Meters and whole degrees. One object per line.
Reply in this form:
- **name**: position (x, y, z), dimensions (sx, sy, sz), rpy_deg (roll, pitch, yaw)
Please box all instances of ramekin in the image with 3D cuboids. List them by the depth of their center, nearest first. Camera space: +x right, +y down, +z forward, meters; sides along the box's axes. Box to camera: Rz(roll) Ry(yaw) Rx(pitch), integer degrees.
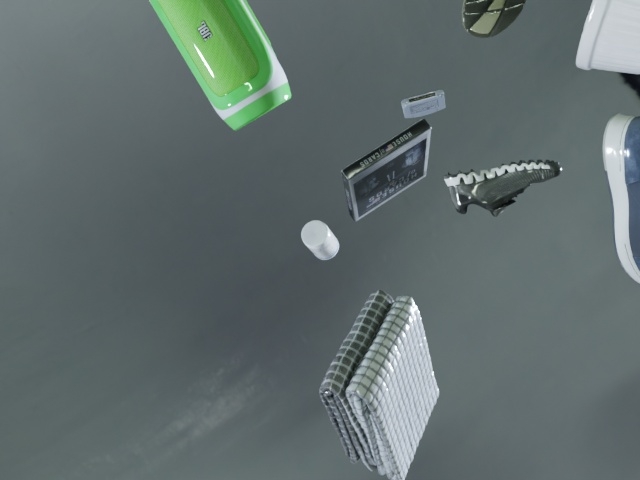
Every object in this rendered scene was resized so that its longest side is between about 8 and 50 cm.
- **ramekin**: position (0.552, -0.415, 1.305), dimensions (0.273, 0.127, 0.273), rpy_deg (-54, 156, -36)

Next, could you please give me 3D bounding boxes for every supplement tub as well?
- **supplement tub**: position (0.000, 0.000, 1.844), dimensions (0.071, 0.071, 0.107), rpy_deg (-39, 154, 1)

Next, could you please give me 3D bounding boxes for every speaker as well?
- **speaker**: position (-0.165, -0.325, 1.169), dimensions (0.131, 0.131, 0.297), rpy_deg (-32, 100, -8)

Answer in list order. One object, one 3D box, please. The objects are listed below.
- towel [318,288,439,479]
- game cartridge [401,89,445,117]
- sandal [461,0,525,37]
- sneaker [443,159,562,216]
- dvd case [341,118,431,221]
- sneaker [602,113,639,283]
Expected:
- **towel**: position (0.112, 0.266, 1.375), dimensions (0.235, 0.121, 0.284), rpy_deg (-58, 142, -38)
- **game cartridge**: position (0.202, -0.265, 1.475), dimensions (0.083, 0.017, 0.056), rpy_deg (-13, 151, 7)
- **sandal**: position (0.368, -0.557, 1.527), dimensions (0.120, 0.086, 0.303), rpy_deg (15, 93, 0)
- **sneaker**: position (0.374, -0.105, 1.538), dimensions (0.234, 0.106, 0.078), rpy_deg (-9, -174, 11)
- **dvd case**: position (0.127, -0.128, 1.438), dimensions (0.179, 0.030, 0.239), rpy_deg (-33, 163, -4)
- **sneaker**: position (0.402, -0.030, 0.804), dimensions (0.086, 0.163, 0.226), rpy_deg (-50, 131, -31)
